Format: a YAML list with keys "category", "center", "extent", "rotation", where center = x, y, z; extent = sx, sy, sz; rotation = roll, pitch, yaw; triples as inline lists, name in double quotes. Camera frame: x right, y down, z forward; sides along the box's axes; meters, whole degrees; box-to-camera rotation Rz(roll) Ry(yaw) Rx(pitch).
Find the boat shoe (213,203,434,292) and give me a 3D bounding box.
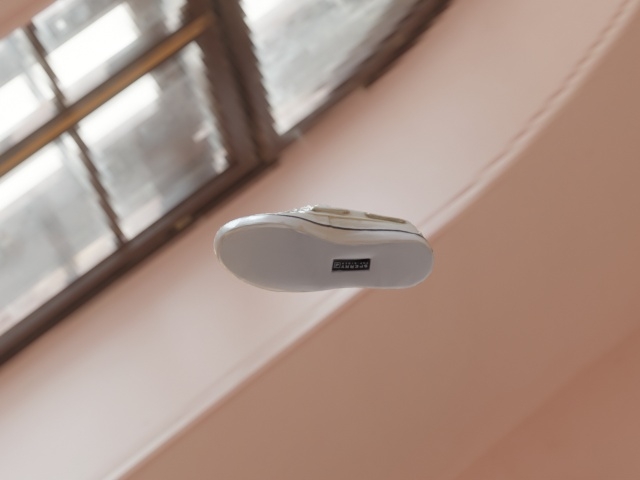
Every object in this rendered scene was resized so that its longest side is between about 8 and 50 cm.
- category: "boat shoe"
  center: [0.000, 0.000, 0.807]
  extent: [0.035, 0.100, 0.035]
  rotation: [-111, -154, -57]
